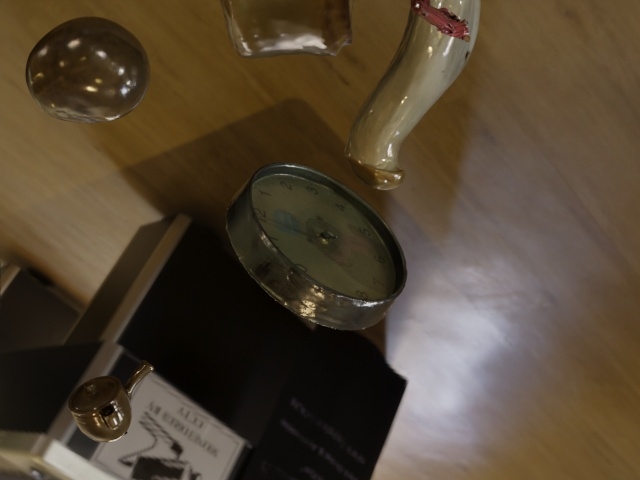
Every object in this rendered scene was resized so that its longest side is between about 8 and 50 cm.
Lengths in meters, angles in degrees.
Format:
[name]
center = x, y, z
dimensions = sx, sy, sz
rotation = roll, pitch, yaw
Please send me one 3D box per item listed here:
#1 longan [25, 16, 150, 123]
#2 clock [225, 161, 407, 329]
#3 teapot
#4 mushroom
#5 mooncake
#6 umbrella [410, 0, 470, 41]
[longan]
center = -0.357, -0.259, 1.224
dimensions = 0.187, 0.167, 0.167
rotation = -23, 137, 0
[clock]
center = 0.000, 0.000, 1.125
dimensions = 0.280, 0.280, 0.055
rotation = 33, 123, -10
[teapot]
center = -0.242, 0.194, 0.966
dimensions = 0.085, 0.110, 0.080
rotation = 24, 138, 47
[mushroom]
center = 0.121, -0.227, 1.131
dimensions = 0.122, 0.159, 0.328
rotation = 39, 116, 31
[mooncake]
center = -0.059, -0.477, 1.216
dimensions = 0.246, 0.393, 0.394
rotation = -6, 175, 1
[umbrella]
center = 0.139, -0.246, 0.895
dimensions = 0.025, 0.027, 0.165
rotation = 7, -176, 30
